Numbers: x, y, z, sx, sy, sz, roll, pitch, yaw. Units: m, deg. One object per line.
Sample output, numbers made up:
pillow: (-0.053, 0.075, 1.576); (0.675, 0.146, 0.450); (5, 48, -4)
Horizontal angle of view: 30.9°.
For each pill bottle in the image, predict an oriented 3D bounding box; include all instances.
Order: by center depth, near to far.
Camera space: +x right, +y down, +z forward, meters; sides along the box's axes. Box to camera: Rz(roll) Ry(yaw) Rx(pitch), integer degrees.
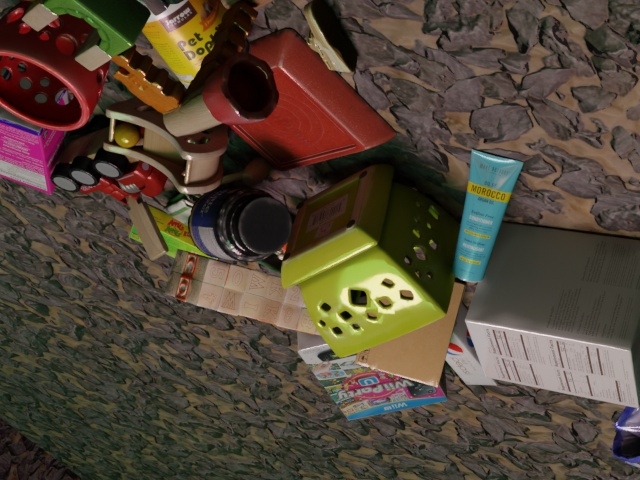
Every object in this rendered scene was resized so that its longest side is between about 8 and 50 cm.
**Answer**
pill bottle: (-0.195, -0.316, 1.638); (0.117, 0.117, 0.215); (1, 146, 34)
pill bottle: (-0.131, -0.026, 1.925); (0.123, 0.123, 0.219); (35, 167, -22)

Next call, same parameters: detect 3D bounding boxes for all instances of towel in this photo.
towel: (-0.132, -0.001, 2.171); (0.325, 0.038, 0.248); (27, 169, -13)

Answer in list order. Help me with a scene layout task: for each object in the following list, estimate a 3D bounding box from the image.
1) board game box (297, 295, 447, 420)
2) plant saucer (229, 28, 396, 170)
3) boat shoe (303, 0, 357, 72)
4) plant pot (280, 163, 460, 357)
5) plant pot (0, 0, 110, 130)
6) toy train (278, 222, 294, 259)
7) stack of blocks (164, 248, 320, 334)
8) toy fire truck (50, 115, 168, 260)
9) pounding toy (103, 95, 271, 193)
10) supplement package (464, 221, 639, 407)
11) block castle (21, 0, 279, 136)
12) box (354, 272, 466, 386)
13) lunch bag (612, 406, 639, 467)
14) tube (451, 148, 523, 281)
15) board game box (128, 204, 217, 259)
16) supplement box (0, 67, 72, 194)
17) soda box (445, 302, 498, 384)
board game box: (0.109, 0.234, 2.320); (0.224, 0.097, 0.303); (-14, 142, 15)
plant saucer: (-0.056, -0.201, 1.814); (0.259, 0.048, 0.258); (-11, 137, 45)
boat shoe: (0.005, -0.282, 1.626); (0.045, 0.050, 0.135); (-3, 143, 29)
plant pot: (0.073, 0.021, 1.890); (0.228, 0.227, 0.207); (-27, 121, 32)
plant pot: (-0.408, -0.289, 1.776); (0.191, 0.174, 0.191); (17, 151, 10)
toy train: (0.000, 0.000, 2.068); (0.166, 0.125, 0.046); (29, -176, -22)
stack of blocks: (-0.129, 0.096, 2.124); (0.297, 0.087, 0.171); (17, 177, -34)
toy fire truck: (-0.336, -0.095, 2.092); (0.217, 0.158, 0.246); (-12, 142, 46)
pounding toy: (-0.229, -0.124, 1.906); (0.269, 0.154, 0.155); (18, 123, 9)
supplement package: (0.402, 0.119, 1.879); (0.262, 0.199, 0.198); (9, 149, 26)
block castle: (-0.206, -0.363, 1.371); (0.453, 0.303, 0.213); (38, 148, -28)
box: (0.165, 0.155, 2.141); (0.164, 0.201, 0.021); (15, -172, 11)
lunch bag: (0.717, 0.322, 1.979); (0.327, 0.239, 0.385); (20, 145, 1)
tube: (0.252, -0.037, 1.800); (0.080, 0.052, 0.207); (14, 114, 7)
board game box: (-0.289, -0.003, 2.326); (0.181, 0.043, 0.092); (25, 151, -6)
supplement box: (-0.522, -0.195, 2.087); (0.114, 0.111, 0.220); (21, 153, 2)
soda box: (0.277, 0.199, 2.248); (0.074, 0.069, 0.216); (-2, 144, 37)
